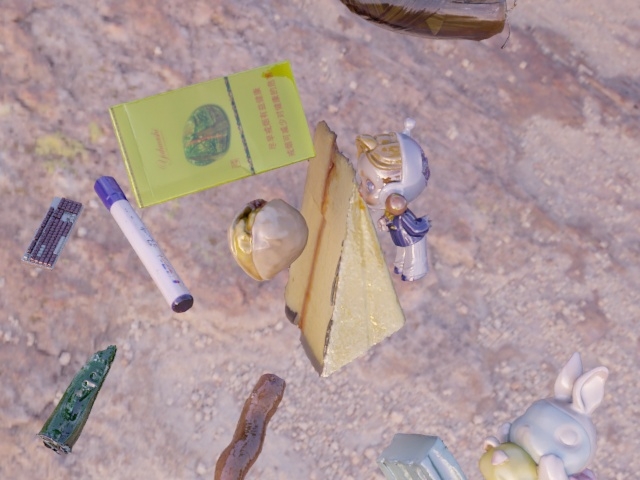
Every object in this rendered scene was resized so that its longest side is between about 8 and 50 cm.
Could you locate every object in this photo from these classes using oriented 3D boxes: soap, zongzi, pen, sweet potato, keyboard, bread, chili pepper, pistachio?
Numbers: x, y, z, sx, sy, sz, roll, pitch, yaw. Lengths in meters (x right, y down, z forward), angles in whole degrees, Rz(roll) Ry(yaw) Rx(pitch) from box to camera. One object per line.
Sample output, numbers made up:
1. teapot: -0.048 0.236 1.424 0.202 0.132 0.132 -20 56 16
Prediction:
1. soap: 0.178 0.387 1.347 0.063 0.114 0.198 -42 110 -34
2. zongzi: 0.164 -0.345 1.335 0.247 0.111 0.241 16 27 9
3. pen: -0.232 0.000 1.151 0.033 0.033 0.269 -13 43 -30
4. sweet potato: -0.127 0.340 1.433 0.059 0.067 0.281 23 48 2
5. keyboard: -0.440 -0.016 1.467 0.055 0.017 0.166 14 40 -5
6. bread: 0.000 0.000 1.801 0.242 0.346 0.405 -23 105 -8
7. chili pepper: -0.451 0.296 1.708 0.059 0.088 0.227 15 58 22
8. pistachio: -0.087 -0.001 1.551 0.117 0.200 0.145 -2 95 13

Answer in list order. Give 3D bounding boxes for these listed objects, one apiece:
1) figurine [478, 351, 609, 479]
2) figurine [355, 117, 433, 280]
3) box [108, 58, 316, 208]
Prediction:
1. figurine: 0.261 0.256 1.059 0.155 0.236 0.127 -1 14 -12
2. figurine: 0.142 -0.065 1.580 0.133 0.194 0.274 -18 89 -4
3. box: -0.191 -0.191 1.596 0.334 0.047 0.187 -18 98 -12
